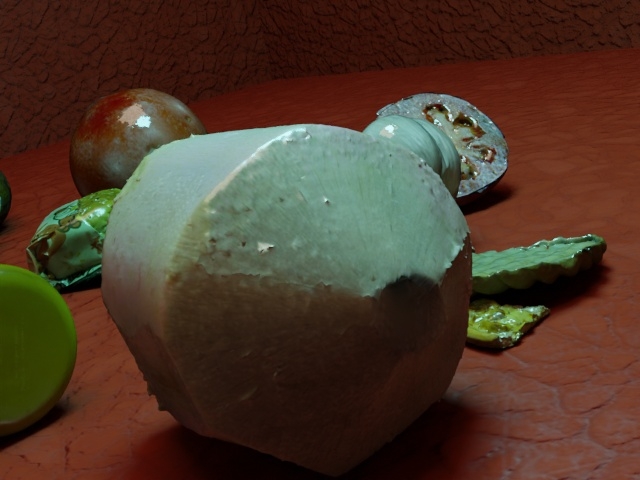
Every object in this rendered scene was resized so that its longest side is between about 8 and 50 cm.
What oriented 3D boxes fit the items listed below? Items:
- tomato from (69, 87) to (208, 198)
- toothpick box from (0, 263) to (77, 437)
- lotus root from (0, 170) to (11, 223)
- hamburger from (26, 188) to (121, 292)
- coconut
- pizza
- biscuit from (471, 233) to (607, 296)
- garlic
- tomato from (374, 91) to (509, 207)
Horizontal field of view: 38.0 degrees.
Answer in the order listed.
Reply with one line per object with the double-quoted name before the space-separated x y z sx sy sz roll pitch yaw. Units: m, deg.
"tomato" -0.335 -0.159 1.716 0.264 0.265 0.265 -11 16 3
"toothpick box" -0.401 0.109 1.009 0.175 0.175 0.271 -25 17 -40
"lotus root" -0.739 -0.089 1.978 0.152 0.160 0.275 9 9 -21
"hamburger" -0.350 -0.015 1.479 0.235 0.125 0.214 -24 25 6
"coconut" -0.022 0.045 0.784 0.297 0.298 0.309 -20 16 -27
"pizza" 0.186 0.077 0.964 0.108 0.026 0.123 -13 15 -15
"biscuit" 0.184 0.034 1.049 0.273 0.036 0.187 -7 5 16
"garlic" 0.122 -0.040 1.216 0.218 0.219 0.212 -25 58 -40
"tomato" 0.183 -0.131 1.467 0.225 0.085 0.225 3 52 -3
